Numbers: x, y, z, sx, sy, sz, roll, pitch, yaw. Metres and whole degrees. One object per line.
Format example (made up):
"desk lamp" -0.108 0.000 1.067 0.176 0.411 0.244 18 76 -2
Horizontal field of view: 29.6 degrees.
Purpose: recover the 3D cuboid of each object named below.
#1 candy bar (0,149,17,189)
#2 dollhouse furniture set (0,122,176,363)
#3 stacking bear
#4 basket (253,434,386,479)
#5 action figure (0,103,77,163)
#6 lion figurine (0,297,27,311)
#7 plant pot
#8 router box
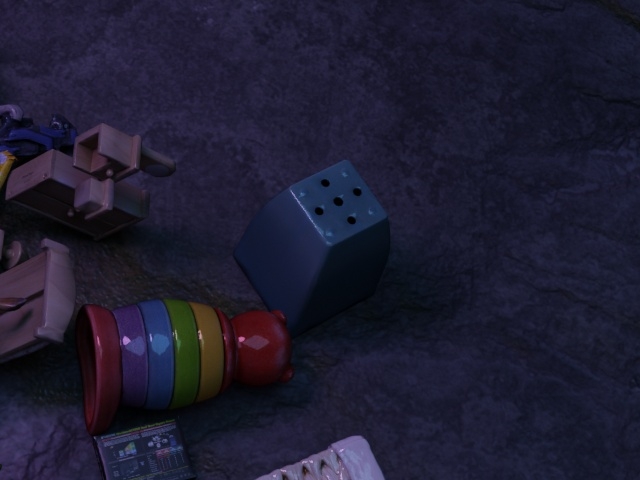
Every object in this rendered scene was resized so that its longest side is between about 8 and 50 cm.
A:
"candy bar" -0.468 -0.051 1.694 0.018 0.040 0.162 27 86 -44
"dollhouse furniture set" -0.331 0.071 1.643 0.173 0.303 0.356 25 54 -42
"stacking bear" -0.180 0.157 1.681 0.288 0.164 0.175 -3 64 -20
"basket" -0.022 0.460 1.461 0.266 0.331 0.328 -18 69 -19
"action figure" -0.526 -0.182 1.761 0.341 0.178 0.330 0 82 -55
"lion figurine" -0.593 0.122 1.554 0.392 0.142 0.240 -39 83 -5
"plant pot" 0.000 0.000 1.755 0.165 0.234 0.166 -27 73 -24
"router box" -0.241 0.300 1.653 0.122 0.038 0.092 -11 67 -19
